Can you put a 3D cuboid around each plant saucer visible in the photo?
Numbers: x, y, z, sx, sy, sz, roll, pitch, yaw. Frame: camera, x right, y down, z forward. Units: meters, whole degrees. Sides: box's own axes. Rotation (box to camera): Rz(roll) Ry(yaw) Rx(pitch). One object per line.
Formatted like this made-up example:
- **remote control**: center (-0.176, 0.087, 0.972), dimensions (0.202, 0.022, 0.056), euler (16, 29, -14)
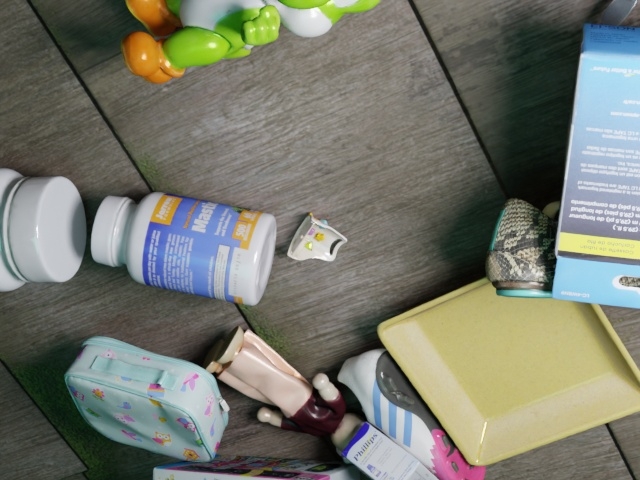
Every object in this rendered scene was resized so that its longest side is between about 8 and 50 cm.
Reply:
- **plant saucer**: center (0.313, 0.179, 1.681), dimensions (0.333, 0.081, 0.332), euler (-26, 113, 24)

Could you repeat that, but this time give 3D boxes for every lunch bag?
- **lunch bag**: center (-0.298, 0.276, 1.833), dimensions (0.279, 0.108, 0.224), euler (11, 141, 18)

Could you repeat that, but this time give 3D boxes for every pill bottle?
- **pill bottle**: center (-0.583, -0.017, 1.704), dimensions (0.361, 0.204, 0.204), euler (-1, 121, 13)
- **pill bottle**: center (-0.217, 0.006, 1.661), dimensions (0.272, 0.152, 0.152), euler (11, 123, 6)

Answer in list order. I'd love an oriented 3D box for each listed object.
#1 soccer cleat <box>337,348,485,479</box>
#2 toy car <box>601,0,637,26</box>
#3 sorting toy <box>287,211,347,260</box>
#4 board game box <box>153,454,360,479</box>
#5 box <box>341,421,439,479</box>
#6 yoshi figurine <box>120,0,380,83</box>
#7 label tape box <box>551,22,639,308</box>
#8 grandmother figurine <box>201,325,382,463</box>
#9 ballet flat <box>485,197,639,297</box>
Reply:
- **soccer cleat**: center (0.160, 0.306, 1.799), dimensions (0.143, 0.116, 0.331), euler (-13, 124, 47)
- **toy car**: center (0.410, -0.349, 1.307), dimensions (0.188, 0.149, 0.155), euler (-27, 100, 39)
- **sorting toy**: center (0.000, 0.000, 1.674), dimensions (0.075, 0.045, 0.083), euler (27, 123, -13)
- **board game box**: center (-0.109, 0.442, 1.837), dimensions (0.303, 0.224, 0.097), euler (-2, 85, 23)
- **box**: center (0.126, 0.390, 1.769), dimensions (0.137, 0.072, 0.126), euler (31, 168, 44)
- **yoshi figurine**: center (-0.101, -0.336, 1.400), dimensions (0.362, 0.203, 0.203), euler (-12, 111, 16)
- **label tape box**: center (0.429, -0.082, 1.297), dimensions (0.249, 0.115, 0.347), euler (6, 124, 11)
- **grandmother figurine**: center (-0.033, 0.279, 1.827), dimensions (0.342, 0.104, 0.208), euler (36, 150, -13)
- **ballet flat**: center (0.468, 0.026, 1.490), dimensions (0.483, 0.164, 0.182), euler (11, 84, -15)
